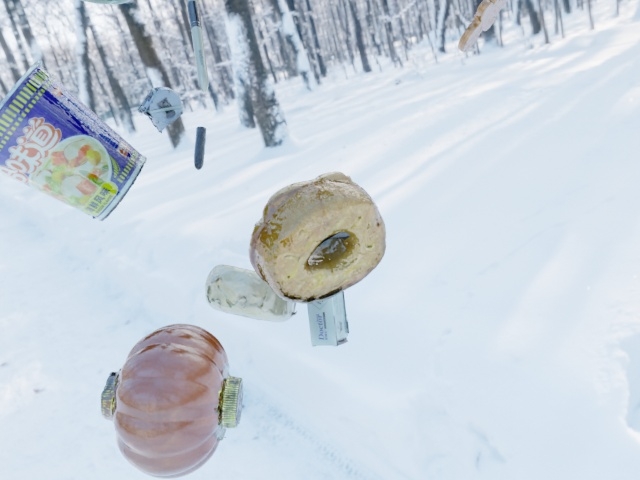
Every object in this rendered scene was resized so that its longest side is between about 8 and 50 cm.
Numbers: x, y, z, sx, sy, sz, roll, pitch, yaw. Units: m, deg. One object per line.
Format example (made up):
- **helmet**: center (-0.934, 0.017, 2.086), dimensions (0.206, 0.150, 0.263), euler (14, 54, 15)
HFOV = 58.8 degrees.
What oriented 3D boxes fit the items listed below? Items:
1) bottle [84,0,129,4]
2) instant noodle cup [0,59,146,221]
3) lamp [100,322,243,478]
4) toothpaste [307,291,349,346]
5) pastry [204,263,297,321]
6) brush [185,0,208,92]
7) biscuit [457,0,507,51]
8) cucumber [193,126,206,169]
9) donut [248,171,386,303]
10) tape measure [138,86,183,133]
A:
- **bottle**: center (-0.559, -0.785, 1.416), dimensions (0.169, 0.346, 0.168), euler (6, 31, -3)
- **instant noodle cup**: center (-0.591, -0.205, 1.315), dimensions (0.284, 0.312, 0.284), euler (-39, 30, 28)
- **lamp**: center (-0.216, 0.234, 0.840), dimensions (0.197, 0.223, 0.223), euler (4, 19, -2)
- **toothpaste**: center (0.010, 0.119, 1.490), dimensions (0.089, 0.312, 0.071), euler (-7, -2, 31)
- **pastry**: center (-0.187, 0.144, 1.542), dimensions (0.265, 0.133, 0.265), euler (12, -9, 2)
- **brush**: center (-0.266, -0.439, 1.217), dimensions (0.042, 0.299, 0.039), euler (-16, -20, 16)
- **biscuit**: center (0.453, -0.624, 1.532), dimensions (0.250, 0.036, 0.165), euler (-53, -15, 17)
- **cucumber**: center (-0.351, -0.265, 1.653), dimensions (0.032, 0.133, 0.032), euler (0, -14, 0)
- **donut**: center (0.000, 0.000, 1.307), dimensions (0.299, 0.317, 0.150), euler (26, 13, -37)
- **tape measure**: center (-0.374, -0.314, 1.334), dimensions (0.094, 0.091, 0.054), euler (-50, 42, -9)
